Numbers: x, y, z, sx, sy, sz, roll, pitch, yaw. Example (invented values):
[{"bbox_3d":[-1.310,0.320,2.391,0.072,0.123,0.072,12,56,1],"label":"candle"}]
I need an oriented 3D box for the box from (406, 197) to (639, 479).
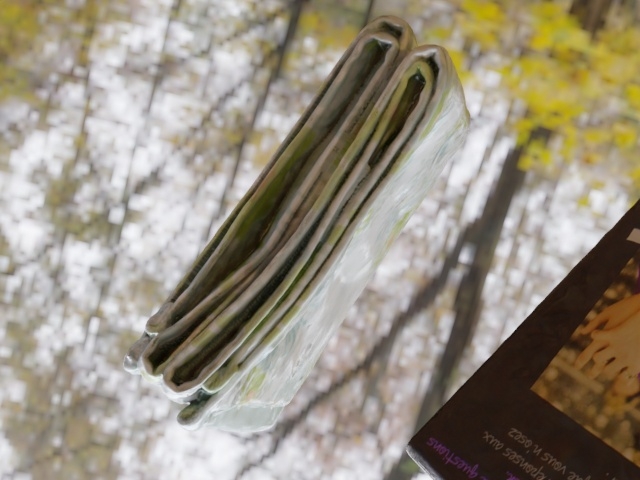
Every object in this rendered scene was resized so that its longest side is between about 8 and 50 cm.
[{"bbox_3d":[0.202,0.067,0.876,0.143,0.270,0.165,45,-178,38],"label":"box"}]

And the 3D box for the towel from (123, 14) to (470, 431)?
[{"bbox_3d":[0.000,0.000,1.452,0.090,0.320,0.374,37,180,7],"label":"towel"}]
